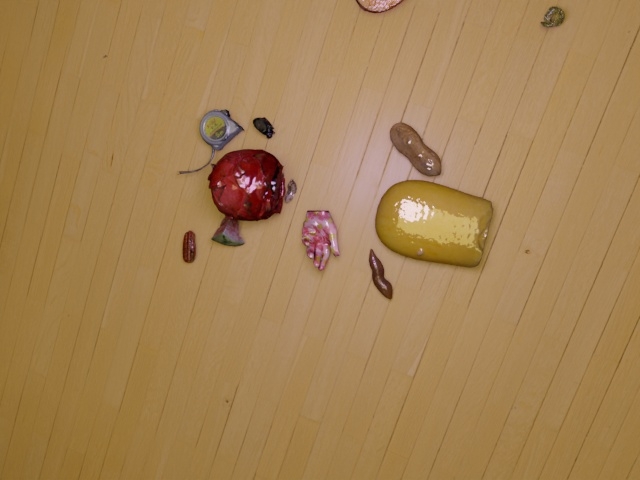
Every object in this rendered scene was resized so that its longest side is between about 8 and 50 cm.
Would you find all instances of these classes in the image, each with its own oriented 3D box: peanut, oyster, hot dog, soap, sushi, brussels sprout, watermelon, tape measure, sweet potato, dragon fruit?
[{"bbox_3d":[0.367,-0.346,1.714,0.263,0.117,0.101,48,120,0],"label":"peanut"},{"bbox_3d":[-0.134,-0.207,1.830,0.038,0.081,0.083,27,65,28],"label":"oyster"},{"bbox_3d":[-0.571,0.027,1.935,0.062,0.038,0.144,4,95,9],"label":"hot dog"},{"bbox_3d":[0.427,-0.067,1.726,0.426,0.115,0.306,16,101,8],"label":"soap"},{"bbox_3d":[-0.228,-0.461,1.813,0.084,0.083,0.056,45,99,4],"label":"sushi"},{"bbox_3d":[0.852,-0.813,1.621,0.085,0.058,0.085,-5,83,41],"label":"brussels sprout"},{"bbox_3d":[-0.402,-0.049,1.870,0.097,0.121,0.159,-9,90,32],"label":"watermelon"},{"bbox_3d":[-0.484,-0.407,1.858,0.330,0.084,0.164,-38,86,9],"label":"tape measure"},{"bbox_3d":[0.236,0.140,1.807,0.065,0.051,0.219,-23,90,14],"label":"sweet potato"},{"bbox_3d":[-0.282,-0.211,1.747,0.301,0.295,0.296,-10,93,-2],"label":"dragon fruit"}]

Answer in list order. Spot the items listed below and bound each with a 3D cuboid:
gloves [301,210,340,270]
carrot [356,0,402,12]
[{"bbox_3d":[-0.004,-0.001,1.802,0.145,0.126,0.242,0,92,-15],"label":"gloves"},{"bbox_3d":[0.248,-1.020,1.690,0.258,0.100,0.307,36,107,3],"label":"carrot"}]
